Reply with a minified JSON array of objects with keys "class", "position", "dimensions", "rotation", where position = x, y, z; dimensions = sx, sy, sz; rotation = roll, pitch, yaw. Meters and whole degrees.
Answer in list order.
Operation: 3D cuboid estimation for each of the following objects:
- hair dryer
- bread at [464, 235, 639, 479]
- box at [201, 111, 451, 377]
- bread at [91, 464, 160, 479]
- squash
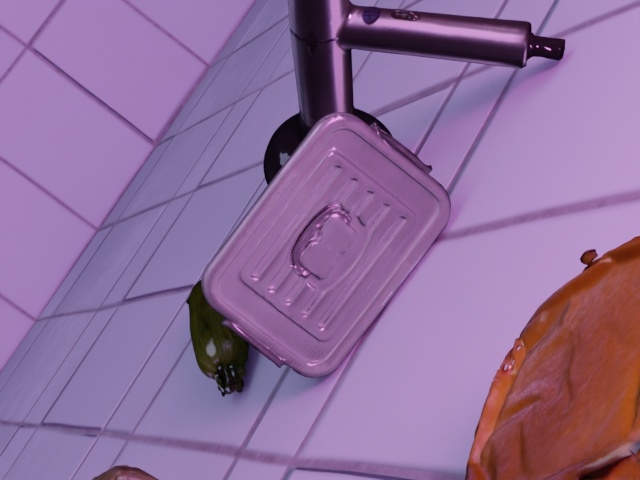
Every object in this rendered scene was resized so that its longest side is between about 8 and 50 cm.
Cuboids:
[{"class":"hair dryer","position":[0.077,-0.151,1.213],"dimensions":[0.155,0.284,0.320],"rotation":[-50,-21,-36]},{"class":"bread","position":[0.175,0.093,0.634],"dimensions":[0.199,0.104,0.199],"rotation":[-49,14,16]},{"class":"box","position":[0.000,0.000,1.166],"dimensions":[0.243,0.163,0.135],"rotation":[-54,9,0]},{"class":"bread","position":[-0.206,0.326,1.110],"dimensions":[0.192,0.110,0.209],"rotation":[-35,24,58]},{"class":"squash","position":[-0.126,0.095,1.408],"dimensions":[0.080,0.071,0.318],"rotation":[-51,18,5]}]
